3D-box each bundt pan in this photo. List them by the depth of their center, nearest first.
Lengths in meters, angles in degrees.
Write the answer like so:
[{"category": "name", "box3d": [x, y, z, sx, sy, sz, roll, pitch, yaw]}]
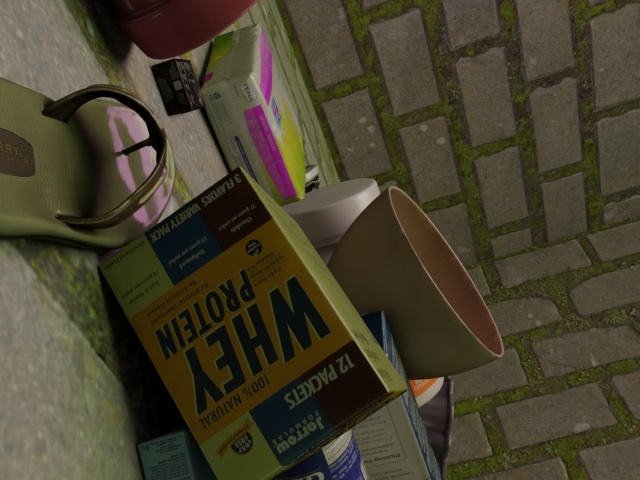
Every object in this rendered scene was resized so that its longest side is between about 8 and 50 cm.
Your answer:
[{"category": "bundt pan", "box3d": [0.166, 0.392, 1.369, 0.331, 0.124, 0.331, -168, -90, -89]}]

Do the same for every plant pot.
[{"category": "plant pot", "box3d": [-0.159, -0.313, 0.668, 0.180, 0.201, 0.201, 46, 23, -39]}, {"category": "plant pot", "box3d": [0.107, 0.090, 0.987, 0.284, 0.191, 0.284, 48, 19, -22]}]

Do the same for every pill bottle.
[{"category": "pill bottle", "box3d": [-0.022, 0.213, 0.736, 0.112, 0.112, 0.187, -86, 157, -70]}, {"category": "pill bottle", "box3d": [0.066, 0.102, 1.213, 0.224, 0.224, 0.392, -80, 153, -74]}]

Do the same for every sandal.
[{"category": "sandal", "box3d": [-0.152, -0.054, 0.460, 0.303, 0.086, 0.120, -42, 116, -82]}]

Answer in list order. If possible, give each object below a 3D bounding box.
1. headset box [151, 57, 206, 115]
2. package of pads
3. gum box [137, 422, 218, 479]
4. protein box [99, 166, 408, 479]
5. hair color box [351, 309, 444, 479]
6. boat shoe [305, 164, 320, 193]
[{"category": "headset box", "box3d": [-0.172, -0.189, 0.834, 0.083, 0.032, 0.062, -80, 153, -76]}, {"category": "package of pads", "box3d": [-0.103, -0.204, 1.118, 0.296, 0.101, 0.229, -94, 165, -57]}, {"category": "gum box", "box3d": [-0.077, 0.236, 0.546, 0.157, 0.041, 0.184, 38, 36, -79]}, {"category": "protein box", "box3d": [-0.043, 0.080, 0.575, 0.201, 0.136, 0.200, 56, 3, 16]}, {"category": "hair color box", "box3d": [0.052, 0.275, 0.888, 0.105, 0.173, 0.347, -83, 155, -63]}, {"category": "boat shoe", "box3d": [-0.032, -0.136, 1.591, 0.219, 0.077, 0.070, -73, 145, -80]}]
